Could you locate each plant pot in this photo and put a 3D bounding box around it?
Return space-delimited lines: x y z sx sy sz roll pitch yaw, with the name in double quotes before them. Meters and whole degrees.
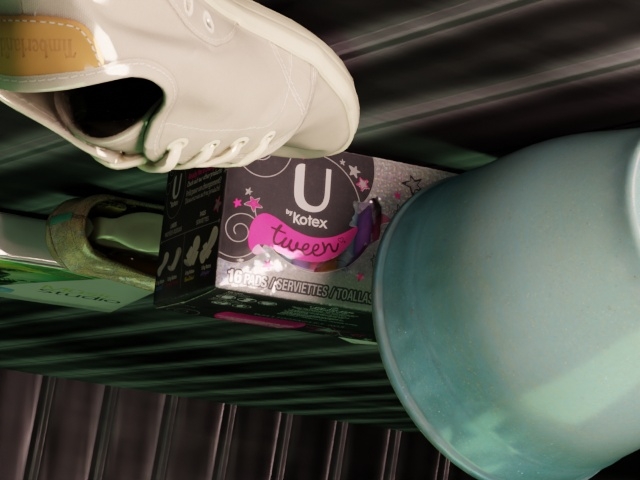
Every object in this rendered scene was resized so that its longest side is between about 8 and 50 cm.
"plant pot" 0.220 0.032 1.526 0.271 0.272 0.255 12 153 -31

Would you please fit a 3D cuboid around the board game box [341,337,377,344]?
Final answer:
"board game box" 0.073 0.081 2.388 0.193 0.053 0.305 2 169 24

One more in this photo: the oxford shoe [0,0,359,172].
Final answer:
"oxford shoe" -0.100 -0.101 1.294 0.169 0.130 0.449 0 170 20

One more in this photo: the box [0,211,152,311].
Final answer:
"box" -0.315 0.027 2.310 0.232 0.058 0.322 9 169 -17

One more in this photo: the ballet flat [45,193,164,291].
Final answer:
"ballet flat" -0.121 0.017 2.027 0.316 0.108 0.106 9 162 -22

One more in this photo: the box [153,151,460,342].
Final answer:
"box" 0.000 0.000 1.746 0.247 0.142 0.163 9 168 -23
